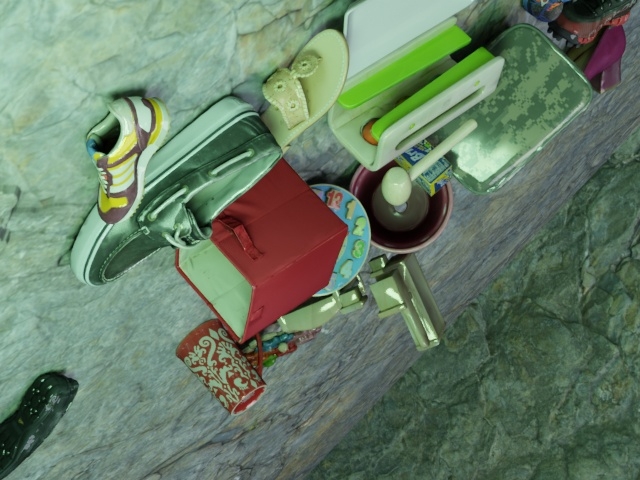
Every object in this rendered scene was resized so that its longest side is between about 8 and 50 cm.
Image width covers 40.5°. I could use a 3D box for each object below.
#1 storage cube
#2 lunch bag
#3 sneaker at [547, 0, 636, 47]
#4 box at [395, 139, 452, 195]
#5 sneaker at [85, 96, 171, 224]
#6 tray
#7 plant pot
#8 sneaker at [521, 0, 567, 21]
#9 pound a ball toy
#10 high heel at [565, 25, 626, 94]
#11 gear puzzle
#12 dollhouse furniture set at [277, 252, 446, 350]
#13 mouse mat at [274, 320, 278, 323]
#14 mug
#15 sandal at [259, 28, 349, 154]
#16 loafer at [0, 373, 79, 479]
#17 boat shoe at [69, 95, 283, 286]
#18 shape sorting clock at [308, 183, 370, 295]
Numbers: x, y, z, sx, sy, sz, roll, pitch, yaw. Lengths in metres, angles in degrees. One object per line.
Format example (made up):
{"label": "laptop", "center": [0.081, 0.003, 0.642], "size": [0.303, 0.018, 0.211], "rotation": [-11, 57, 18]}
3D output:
{"label": "storage cube", "center": [-0.097, 0.011, 1.370], "size": [0.193, 0.183, 0.215], "rotation": [-32, 158, -29]}
{"label": "lunch bag", "center": [0.338, -0.246, 1.641], "size": [0.305, 0.212, 0.256], "rotation": [-45, 177, 15]}
{"label": "sneaker", "center": [0.557, -0.478, 1.744], "size": [0.276, 0.097, 0.135], "rotation": [-30, 158, -37]}
{"label": "box", "center": [0.156, -0.160, 1.523], "size": [0.054, 0.169, 0.059], "rotation": [-40, 160, -5]}
{"label": "sneaker", "center": [-0.251, -0.095, 1.043], "size": [0.084, 0.069, 0.185], "rotation": [-7, 135, -45]}
{"label": "tray", "center": [0.128, -0.341, 1.236], "size": [0.270, 0.030, 0.145], "rotation": [-34, 157, -19]}
{"label": "plant pot", "center": [0.155, -0.076, 1.697], "size": [0.201, 0.201, 0.180], "rotation": [-44, 177, 4]}
{"label": "sneaker", "center": [0.417, -0.448, 1.550], "size": [0.083, 0.087, 0.221], "rotation": [-42, 161, 0]}
{"label": "pound a ball toy", "center": [0.162, -0.195, 1.405], "size": [0.319, 0.208, 0.135], "rotation": [-36, 159, -22]}
{"label": "high heel", "center": [0.529, -0.374, 1.961], "size": [0.377, 0.127, 0.181], "rotation": [-31, 129, -19]}
{"label": "gear puzzle", "center": [-0.135, 0.265, 1.923], "size": [0.175, 0.044, 0.339], "rotation": [-11, 162, -39]}
{"label": "dollhouse furniture set", "center": [0.043, 0.173, 1.696], "size": [0.356, 0.173, 0.303], "rotation": [-23, -175, 18]}
{"label": "mouse mat", "center": [-0.036, 0.120, 1.985], "size": [0.189, 0.007, 0.153], "rotation": [-52, 159, 27]}
{"label": "mug", "center": [-0.179, 0.241, 1.714], "size": [0.150, 0.169, 0.113], "rotation": [-45, 160, 7]}
{"label": "sandal", "center": [-0.052, -0.186, 1.195], "size": [0.079, 0.088, 0.240], "rotation": [-17, 155, -50]}
{"label": "loafer", "center": [-0.476, 0.311, 1.425], "size": [0.223, 0.076, 0.078], "rotation": [-51, 152, 11]}
{"label": "boat shoe", "center": [-0.193, -0.045, 1.162], "size": [0.335, 0.119, 0.121], "rotation": [-45, 161, 5]}
{"label": "shape sorting clock", "center": [0.000, 0.000, 1.562], "size": [0.206, 0.206, 0.040], "rotation": [-36, -160, -19]}
